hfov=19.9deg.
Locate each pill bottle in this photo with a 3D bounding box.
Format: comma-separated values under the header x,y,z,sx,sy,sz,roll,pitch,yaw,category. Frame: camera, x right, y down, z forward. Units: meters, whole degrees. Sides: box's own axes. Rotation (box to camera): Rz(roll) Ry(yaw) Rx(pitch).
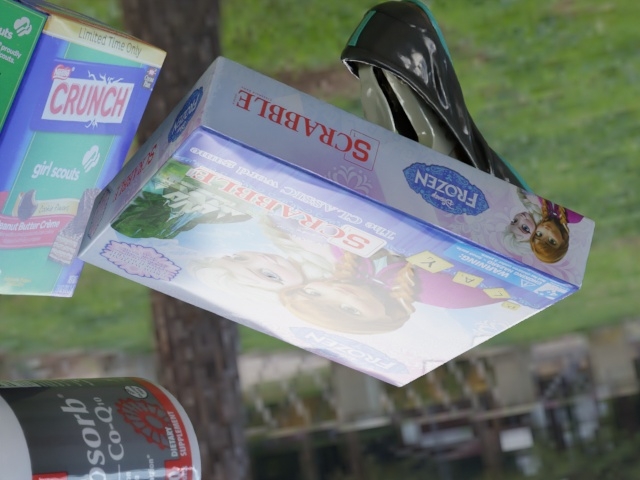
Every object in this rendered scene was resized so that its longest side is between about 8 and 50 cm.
x,y,z,sx,sy,sz,roll,pitch,yaw,category
-0.322,0.254,1.951,0.210,0.210,0.363,-17,167,41,pill bottle

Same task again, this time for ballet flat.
x,y,z,sx,sy,sz,roll,pitch,yaw,category
0.099,-0.068,1.540,0.096,0.280,0.095,-41,-163,-29,ballet flat

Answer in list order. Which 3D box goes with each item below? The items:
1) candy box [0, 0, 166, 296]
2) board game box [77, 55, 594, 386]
x,y,z,sx,sy,sz,roll,pitch,yaw,category
-0.327,-0.104,2.019,0.122,0.317,0.268,24,-174,22,candy box
0.000,0.000,1.455,0.318,0.066,0.318,23,155,-15,board game box
